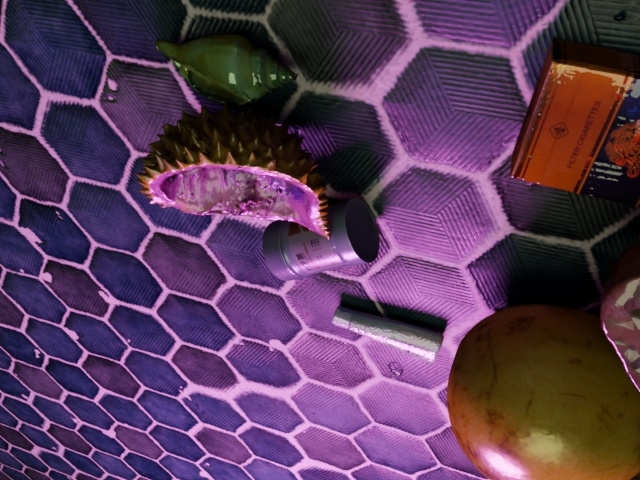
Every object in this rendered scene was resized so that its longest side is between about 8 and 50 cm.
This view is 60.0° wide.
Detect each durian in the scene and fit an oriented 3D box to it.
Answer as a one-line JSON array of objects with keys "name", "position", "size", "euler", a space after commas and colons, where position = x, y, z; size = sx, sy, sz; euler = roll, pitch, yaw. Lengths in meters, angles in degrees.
[{"name": "durian", "position": [-0.118, -0.115, 0.755], "size": [0.261, 0.186, 0.153], "euler": [-2, 143, -6]}]

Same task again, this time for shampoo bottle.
[{"name": "shampoo bottle", "position": [0.115, 0.159, 0.970], "size": [0.191, 0.041, 0.069], "euler": [18, 138, 10]}]

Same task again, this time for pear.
[{"name": "pear", "position": [0.311, 0.216, 0.757], "size": [0.281, 0.280, 0.280], "euler": [13, 132, 15]}]

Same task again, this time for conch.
[{"name": "conch", "position": [-0.124, -0.224, 0.732], "size": [0.201, 0.079, 0.095], "euler": [13, 141, 32]}]

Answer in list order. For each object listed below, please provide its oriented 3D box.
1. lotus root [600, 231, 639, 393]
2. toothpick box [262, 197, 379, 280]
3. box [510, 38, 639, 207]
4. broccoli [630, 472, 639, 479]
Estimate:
[{"name": "lotus root", "position": [0.484, 0.056, 0.529], "size": [0.375, 0.111, 0.390], "euler": [15, 122, 18]}, {"name": "toothpick box", "position": [0.000, 0.000, 0.846], "size": [0.153, 0.101, 0.101], "euler": [-16, 120, 33]}, {"name": "box", "position": [0.349, -0.117, 0.610], "size": [0.237, 0.070, 0.152], "euler": [16, 133, 13]}, {"name": "broccoli", "position": [0.553, 0.441, 0.855], "size": [0.321, 0.283, 0.303], "euler": [-23, 84, 28]}]
